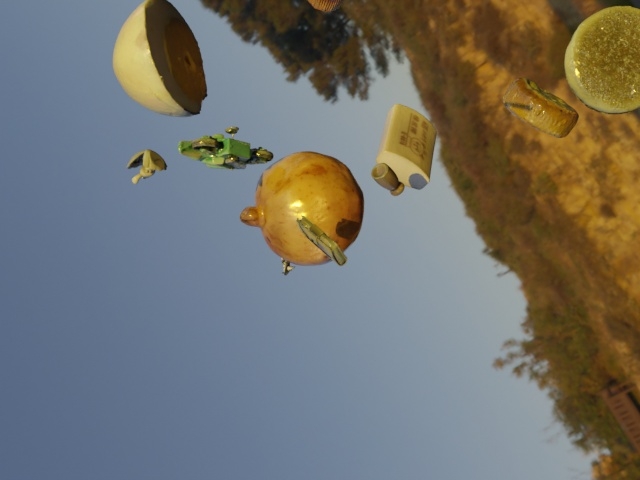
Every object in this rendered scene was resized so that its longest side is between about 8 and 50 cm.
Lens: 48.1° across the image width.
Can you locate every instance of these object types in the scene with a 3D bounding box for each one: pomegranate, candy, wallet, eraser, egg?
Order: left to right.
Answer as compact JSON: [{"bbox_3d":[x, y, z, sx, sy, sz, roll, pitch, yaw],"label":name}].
[{"bbox_3d":[-0.468,-0.483,1.991,0.337,0.200,0.337,-17,-90,-73],"label":"egg"},{"bbox_3d":[-0.064,-0.102,2.351,0.410,0.410,0.410,46,-158,-25],"label":"pomegranate"},{"bbox_3d":[0.000,0.000,1.959,0.155,0.039,0.110,40,173,33],"label":"wallet"},{"bbox_3d":[0.271,-0.294,2.228,0.174,0.095,0.270,32,-139,-14],"label":"eraser"},{"bbox_3d":[0.739,-0.446,2.405,0.259,0.118,0.260,21,-150,-13],"label":"candy"}]

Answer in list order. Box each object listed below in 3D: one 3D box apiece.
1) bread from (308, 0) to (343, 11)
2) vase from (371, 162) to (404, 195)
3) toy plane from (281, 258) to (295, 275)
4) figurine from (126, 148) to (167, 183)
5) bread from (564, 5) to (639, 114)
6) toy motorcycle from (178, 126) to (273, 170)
[{"bbox_3d":[0.013,-0.512,1.470,0.085,0.053,0.085,10,-127,-14],"label":"bread"},{"bbox_3d":[0.181,-0.160,1.899,0.100,0.053,0.053,38,-154,-45],"label":"vase"},{"bbox_3d":[-0.114,0.084,2.439,0.031,0.083,0.078,-8,-145,-39],"label":"toy plane"},{"bbox_3d":[-0.450,-0.192,1.859,0.082,0.086,0.094,55,-151,6],"label":"figurine"},{"bbox_3d":[0.735,-0.445,1.770,0.267,0.267,0.040,56,-174,0],"label":"bread"},{"bbox_3d":[-0.300,-0.276,2.223,0.296,0.198,0.109,8,-100,-51],"label":"toy motorcycle"}]
